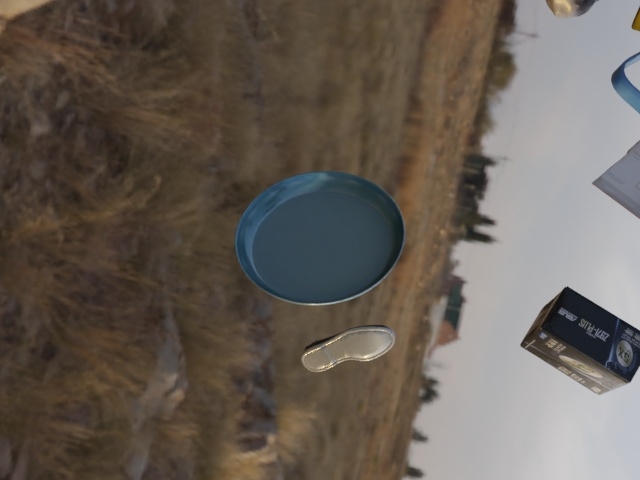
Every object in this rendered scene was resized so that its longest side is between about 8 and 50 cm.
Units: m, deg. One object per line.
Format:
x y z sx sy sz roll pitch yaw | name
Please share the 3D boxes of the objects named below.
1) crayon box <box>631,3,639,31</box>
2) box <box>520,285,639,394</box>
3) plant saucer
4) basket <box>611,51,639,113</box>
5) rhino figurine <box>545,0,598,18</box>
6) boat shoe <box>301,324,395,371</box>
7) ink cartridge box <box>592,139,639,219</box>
0.504 -0.398 1.333 0.318 0.081 0.202 -58 168 -42 | crayon box
0.395 0.154 1.519 0.077 0.147 0.180 -56 172 -11 | box
0.000 0.000 1.891 0.043 0.318 0.317 81 21 -51 | plant saucer
0.547 -0.167 1.366 0.255 0.289 0.201 -34 171 -37 | basket
0.357 -0.412 1.425 0.106 0.073 0.243 -43 145 -12 | rhino figurine
0.057 0.198 1.982 0.075 0.206 0.065 59 29 -18 | boat shoe
0.740 -0.085 2.063 0.261 0.296 0.066 -38 155 -23 | ink cartridge box
